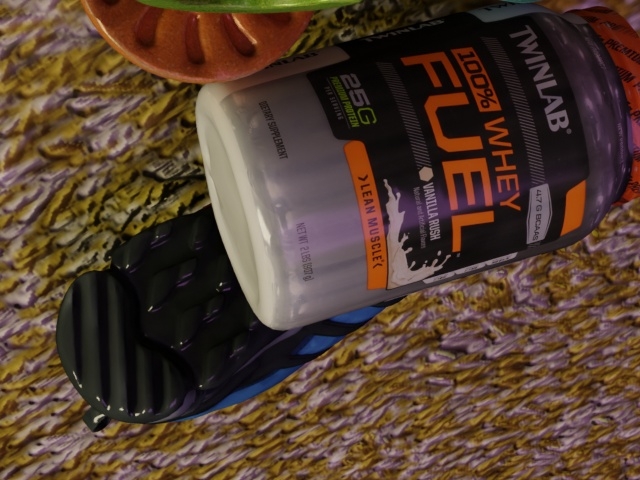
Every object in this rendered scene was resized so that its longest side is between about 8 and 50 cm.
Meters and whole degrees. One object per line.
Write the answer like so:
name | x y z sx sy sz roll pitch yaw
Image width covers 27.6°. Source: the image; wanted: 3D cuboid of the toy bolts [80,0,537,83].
toy bolts | 0.015 -0.169 0.531 0.228 0.158 0.218 2 90 -17

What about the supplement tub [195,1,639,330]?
supplement tub | 0.049 -0.039 0.582 0.190 0.117 0.117 -17 137 -11

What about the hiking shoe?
hiking shoe | 0.000 0.000 0.696 0.304 0.113 0.132 -26 169 -13
